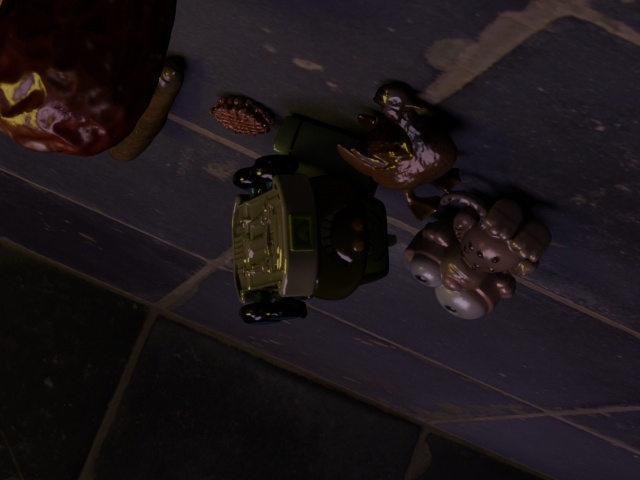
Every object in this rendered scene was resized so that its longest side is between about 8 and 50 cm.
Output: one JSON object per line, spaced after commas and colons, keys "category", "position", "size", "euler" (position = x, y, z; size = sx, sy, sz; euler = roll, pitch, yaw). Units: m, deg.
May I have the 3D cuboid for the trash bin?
{"category": "trash bin", "position": [0.010, -0.102, 1.665], "size": [0.130, 0.059, 0.116], "euler": [19, 167, 7]}

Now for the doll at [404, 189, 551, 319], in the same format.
{"category": "doll", "position": [0.203, 0.013, 1.701], "size": [0.154, 0.119, 0.278], "euler": [35, 160, 4]}

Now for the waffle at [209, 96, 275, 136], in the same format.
{"category": "waffle", "position": [-0.100, -0.160, 1.673], "size": [0.075, 0.029, 0.083], "euler": [28, 161, -34]}

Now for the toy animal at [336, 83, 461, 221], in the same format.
{"category": "toy animal", "position": [0.078, -0.113, 1.503], "size": [0.188, 0.089, 0.179], "euler": [8, 143, 44]}

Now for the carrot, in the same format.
{"category": "carrot", "position": [-0.229, -0.178, 1.734], "size": [0.070, 0.070, 0.342], "euler": [25, 160, -13]}

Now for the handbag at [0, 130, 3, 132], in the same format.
{"category": "handbag", "position": [-0.526, -0.230, 1.961], "size": [0.256, 0.079, 0.219], "euler": [34, 172, -38]}

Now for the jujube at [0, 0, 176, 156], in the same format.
{"category": "jujube", "position": [-0.233, -0.202, 1.275], "size": [0.174, 0.250, 0.174], "euler": [16, 166, 4]}

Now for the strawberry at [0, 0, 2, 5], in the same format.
{"category": "strawberry", "position": [-0.367, -0.307, 1.399], "size": [0.233, 0.137, 0.306], "euler": [6, 143, -14]}

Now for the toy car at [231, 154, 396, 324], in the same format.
{"category": "toy car", "position": [0.000, 0.000, 1.642], "size": [0.198, 0.204, 0.248], "euler": [-1, 174, -18]}
